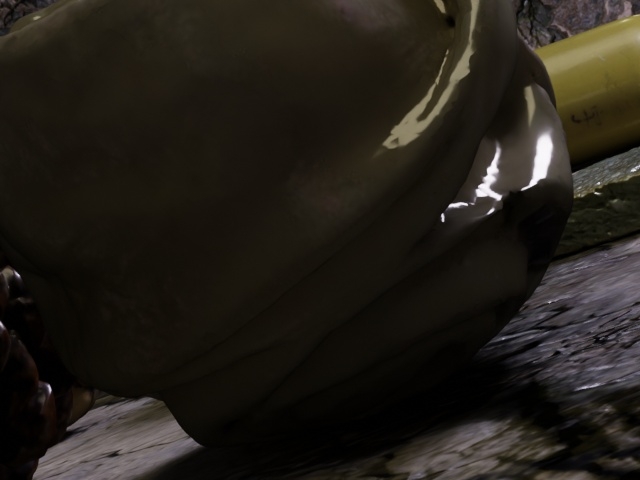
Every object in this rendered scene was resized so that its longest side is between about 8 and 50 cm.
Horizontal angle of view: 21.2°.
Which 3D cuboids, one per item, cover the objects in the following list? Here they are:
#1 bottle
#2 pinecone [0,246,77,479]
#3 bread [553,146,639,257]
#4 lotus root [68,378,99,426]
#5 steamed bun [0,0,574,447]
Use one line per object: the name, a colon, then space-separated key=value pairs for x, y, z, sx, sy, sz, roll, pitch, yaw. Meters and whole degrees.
bottle: x=0.413 y=-0.209 z=2.230 sx=0.351 sy=0.171 sz=0.171 roll=-18 pitch=4 yaw=17
pinecone: x=-0.288 y=0.092 z=1.171 sx=0.244 sy=0.244 sz=0.309 roll=-23 pitch=-9 yaw=-22
bread: x=0.279 y=-0.052 z=1.376 sx=0.286 sy=0.056 sz=0.207 roll=-19 pitch=5 yaw=24
lotus root: x=-0.277 y=0.128 z=1.499 sx=0.221 sy=0.118 sz=0.125 roll=-23 pitch=-31 yaw=34
steamed bun: x=-0.002 y=-0.024 z=0.961 sx=0.342 sy=0.255 sz=0.368 roll=-39 pitch=-25 yaw=-4
